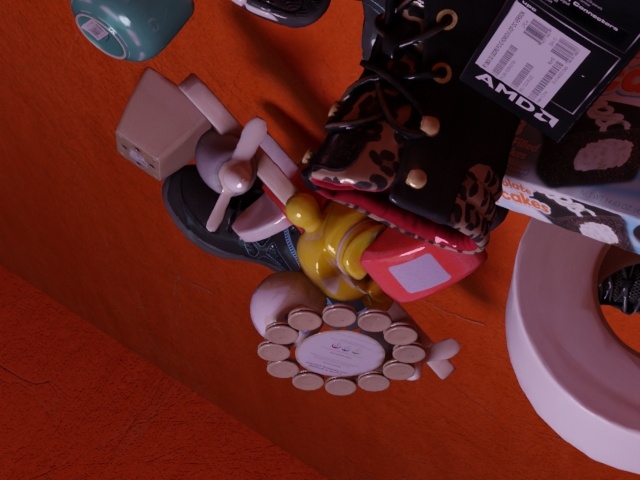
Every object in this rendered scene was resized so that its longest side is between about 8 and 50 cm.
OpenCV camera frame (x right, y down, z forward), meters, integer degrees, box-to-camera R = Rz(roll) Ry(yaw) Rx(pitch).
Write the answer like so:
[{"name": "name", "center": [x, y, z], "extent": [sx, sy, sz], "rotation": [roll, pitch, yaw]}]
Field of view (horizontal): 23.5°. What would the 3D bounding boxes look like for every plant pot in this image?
[{"name": "plant pot", "center": [-0.216, -0.147, 2.062], "extent": [0.109, 0.096, 0.109], "rotation": [34, 160, 8]}]

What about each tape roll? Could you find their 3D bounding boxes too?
[{"name": "tape roll", "center": [0.308, 0.063, 1.360], "extent": [0.286, 0.286, 0.100], "rotation": [32, 159, 15]}]

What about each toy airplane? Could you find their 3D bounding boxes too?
[{"name": "toy airplane", "center": [0.000, 0.000, 1.762], "extent": [0.386, 0.272, 0.384], "rotation": [32, 161, 13]}]

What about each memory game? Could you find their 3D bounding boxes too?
[{"name": "memory game", "center": [0.023, 0.121, 1.688], "extent": [0.186, 0.012, 0.186], "rotation": [1, 145, 0]}]

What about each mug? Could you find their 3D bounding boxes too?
[{"name": "mug", "center": [-0.224, -0.264, 1.808], "extent": [0.129, 0.097, 0.157], "rotation": [26, 157, 28]}]

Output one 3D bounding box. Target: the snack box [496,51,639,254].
[{"name": "snack box", "center": [0.246, -0.093, 1.259], "extent": [0.322, 0.187, 0.060], "rotation": [21, 156, 37]}]

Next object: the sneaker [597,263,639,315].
[{"name": "sneaker", "center": [0.283, 0.035, 1.517], "extent": [0.130, 0.087, 0.227], "rotation": [17, -164, 25]}]

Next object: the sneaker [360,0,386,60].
[{"name": "sneaker", "center": [0.081, -0.232, 1.397], "extent": [0.106, 0.101, 0.267], "rotation": [15, 161, 22]}]

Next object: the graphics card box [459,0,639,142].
[{"name": "graphics card box", "center": [0.217, -0.230, 0.931], "extent": [0.094, 0.232, 0.371], "rotation": [32, 161, 2]}]

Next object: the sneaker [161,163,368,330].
[{"name": "sneaker", "center": [-0.055, -0.021, 2.085], "extent": [0.341, 0.125, 0.139], "rotation": [30, 143, 5]}]

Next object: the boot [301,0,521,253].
[{"name": "boot", "center": [0.066, -0.168, 1.119], "extent": [0.138, 0.284, 0.377], "rotation": [15, 172, 35]}]

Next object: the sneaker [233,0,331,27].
[{"name": "sneaker", "center": [-0.094, -0.290, 1.555], "extent": [0.281, 0.106, 0.162], "rotation": [41, 169, 15]}]
